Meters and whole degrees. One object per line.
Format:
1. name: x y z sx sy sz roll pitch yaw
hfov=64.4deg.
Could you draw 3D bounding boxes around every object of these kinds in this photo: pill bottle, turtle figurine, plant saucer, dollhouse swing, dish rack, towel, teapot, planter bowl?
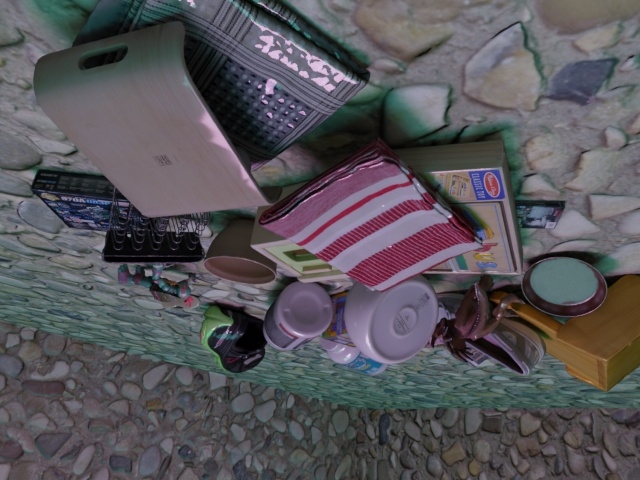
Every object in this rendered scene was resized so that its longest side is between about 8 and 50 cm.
1. pill bottle: -0.078 0.233 1.505 0.161 0.161 0.283 14 155 -13
2. turtle figurine: -0.436 0.114 1.423 0.234 0.118 0.175 7 156 16
3. plant saucer: 0.529 0.096 1.107 0.168 0.029 0.168 15 132 17
4. dollhouse swing: 0.667 0.181 1.288 0.315 0.305 0.347 -42 141 4
5. dish rack: -0.314 -0.042 1.002 0.208 0.074 0.271 0 153 -27
6. towel: 0.095 -0.014 0.840 0.237 0.037 0.329 -30 138 30
7. teapot: 0.149 0.163 1.252 0.253 0.256 0.187 -1 -165 -30
8. pill bottle: 0.119 0.366 1.753 0.146 0.146 0.264 -15 147 40
9. towel: -0.148 -0.214 0.680 0.324 0.056 0.312 24 151 -30
10. planter bowl: -0.170 0.020 1.131 0.162 0.109 0.162 7 155 3

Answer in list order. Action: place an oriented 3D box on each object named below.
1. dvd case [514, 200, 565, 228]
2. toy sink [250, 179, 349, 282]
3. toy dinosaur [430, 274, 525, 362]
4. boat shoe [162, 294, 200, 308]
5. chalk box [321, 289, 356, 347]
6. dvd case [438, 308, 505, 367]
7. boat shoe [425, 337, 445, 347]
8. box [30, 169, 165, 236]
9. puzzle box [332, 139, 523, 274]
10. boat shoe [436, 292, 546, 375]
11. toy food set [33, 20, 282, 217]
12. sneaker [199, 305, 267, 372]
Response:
1. dvd case: 0.376 -0.047 0.934 0.120 0.013 0.087 3 155 14
2. toy sink: 0.000 0.000 1.008 0.153 0.131 0.234 -8 151 33
3. toy dinosaur: 0.342 0.185 1.152 0.127 0.200 0.295 46 178 20
4. boat shoe: -0.464 0.205 1.709 0.133 0.048 0.042 -5 -179 12
5. chalk box: 0.095 0.232 1.489 0.132 0.132 0.213 23 153 -31
6. dvd case: 0.425 0.254 1.410 0.164 0.018 0.221 38 139 7
7. boat shoe: 0.400 0.274 1.541 0.302 0.109 0.098 -4 -167 25
8. box: -0.467 -0.074 1.087 0.220 0.051 0.175 6 155 4
9. puzzle box: 0.220 -0.036 0.941 0.272 0.052 0.409 -1 154 26
10. boat shoe: 0.402 0.234 1.300 0.320 0.103 0.118 27 138 37
11. toy food set: -0.209 -0.146 0.712 0.220 0.092 0.306 -4 145 20
12. sneaker: -0.286 0.390 1.886 0.202 0.185 0.483 6 157 13
